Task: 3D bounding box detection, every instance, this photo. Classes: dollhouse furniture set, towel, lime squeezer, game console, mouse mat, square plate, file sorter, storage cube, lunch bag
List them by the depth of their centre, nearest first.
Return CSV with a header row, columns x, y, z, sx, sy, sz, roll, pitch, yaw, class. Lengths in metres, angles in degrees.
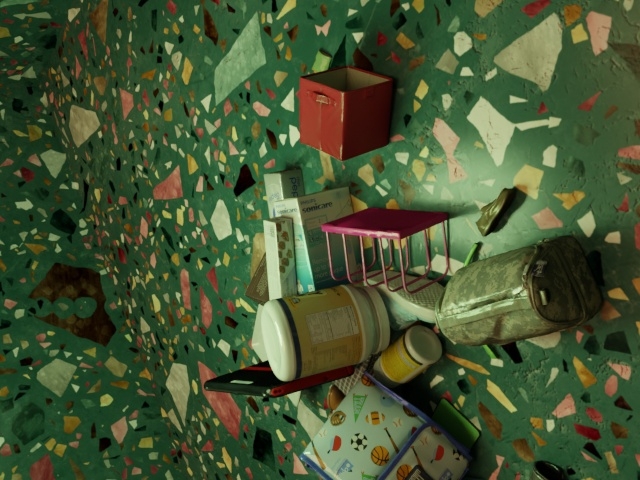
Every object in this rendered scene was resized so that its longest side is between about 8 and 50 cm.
x,y,z,sx,sy,sz,roll,pitch,yaw,class
0.439,0.131,1.429,0.305,0.255,0.213,-26,83,49,lunch bag
0.385,0.164,1.658,0.109,0.058,0.311,-4,99,50,lime squeezer
0.070,-0.355,1.734,0.183,0.214,0.193,30,130,39,storage cube
0.183,0.027,1.737,0.290,0.202,0.183,8,111,48,file sorter
0.188,0.620,1.783,0.385,0.328,0.239,35,164,22,lunch bag
0.378,0.567,1.840,0.152,0.007,0.190,43,130,32,mouse mat
0.013,-0.501,1.861,0.151,0.058,0.076,41,130,33,dollhouse furniture set
-0.123,0.419,1.927,0.386,0.341,0.060,-12,90,49,game console
0.088,0.344,2.011,0.235,0.121,0.284,38,128,34,towel
-0.129,0.361,2.278,0.344,0.049,0.348,45,133,40,square plate

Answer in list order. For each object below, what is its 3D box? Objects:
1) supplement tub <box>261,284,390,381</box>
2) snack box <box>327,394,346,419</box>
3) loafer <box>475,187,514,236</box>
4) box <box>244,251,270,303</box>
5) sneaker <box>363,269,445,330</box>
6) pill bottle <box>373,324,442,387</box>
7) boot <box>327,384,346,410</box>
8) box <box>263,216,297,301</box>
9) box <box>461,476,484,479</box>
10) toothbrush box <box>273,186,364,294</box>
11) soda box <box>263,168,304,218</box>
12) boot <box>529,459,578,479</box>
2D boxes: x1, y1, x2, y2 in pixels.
x,y,z,sx,sy,sz,roll,pitch,yaw,class
0.012,0.249,1.755,0.228,0.316,0.229,170,90,-71,supplement tub
0.072,0.582,2.184,0.064,0.022,0.178,41,130,31,snack box
0.420,-0.074,1.537,0.050,0.056,0.148,42,131,24,loafer
-0.106,0.159,2.084,0.203,0.168,0.167,13,72,45,box
0.249,0.187,1.757,0.366,0.135,0.150,-155,52,-64,sneaker
0.247,0.342,1.827,0.119,0.119,0.208,58,137,18,pill bottle
0.114,0.555,2.062,0.152,0.073,0.197,6,136,38,boot
-0.116,0.091,1.871,0.067,0.063,0.324,14,113,50,box
0.448,0.804,1.795,0.100,0.060,0.245,-19,88,50,box
0.000,0.000,1.923,0.126,0.216,0.296,-6,97,50,toothbrush box
-0.109,-0.090,2.110,0.091,0.098,0.287,5,105,48,soda box
0.622,0.724,1.535,0.338,0.118,0.223,37,123,30,boot
